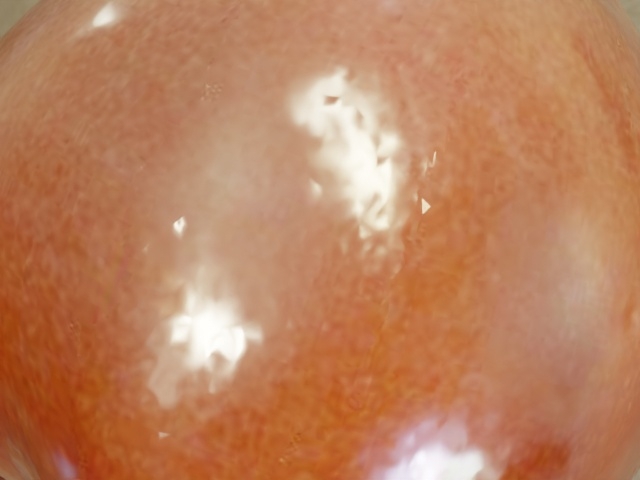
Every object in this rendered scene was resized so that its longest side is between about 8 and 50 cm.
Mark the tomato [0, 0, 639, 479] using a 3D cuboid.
[{"bbox_3d":[0.000,0.000,0.678,0.321,0.321,0.321,2,93,42],"label":"tomato"}]
